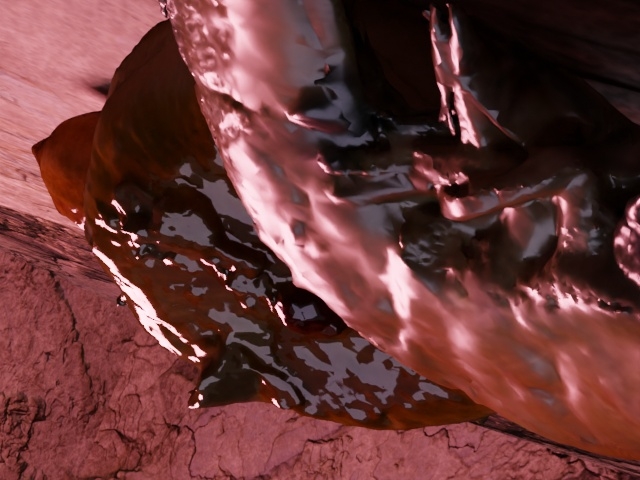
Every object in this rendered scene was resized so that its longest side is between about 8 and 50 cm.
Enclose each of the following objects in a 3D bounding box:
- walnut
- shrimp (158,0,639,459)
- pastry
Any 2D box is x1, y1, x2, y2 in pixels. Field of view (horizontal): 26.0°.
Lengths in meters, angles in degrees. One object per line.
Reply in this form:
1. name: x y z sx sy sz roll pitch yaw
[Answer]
1. walnut: -0.121 -0.036 0.992 0.207 0.116 0.116 18 171 18
2. shrimp: 0.095 -0.054 0.367 0.272 0.085 0.445 43 151 -11
3. pastry: -0.002 -0.004 0.650 0.235 0.121 0.257 18 143 9
